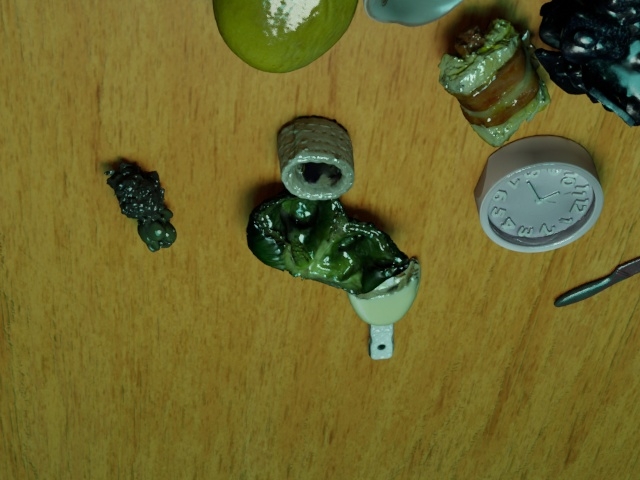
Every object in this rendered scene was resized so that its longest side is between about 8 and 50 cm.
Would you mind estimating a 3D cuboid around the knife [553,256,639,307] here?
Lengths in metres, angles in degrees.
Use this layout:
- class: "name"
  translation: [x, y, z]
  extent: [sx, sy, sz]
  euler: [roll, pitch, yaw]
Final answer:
- class: "knife"
  translation: [0.513, 0.058, 2.300]
  extent: [0.247, 0.018, 0.035]
  euler: [-28, 128, 17]

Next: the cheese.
- class: "cheese"
  translation: [0.109, 0.125, 2.302]
  extent: [0.127, 0.049, 0.235]
  euler: [-6, 137, -3]

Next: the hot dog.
- class: "hot dog"
  translation: [0.248, -0.233, 1.924]
  extent: [0.146, 0.103, 0.213]
  euler: [-35, 141, 0]

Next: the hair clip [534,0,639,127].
- class: "hair clip"
  translation: [0.419, -0.274, 1.828]
  extent: [0.310, 0.194, 0.206]
  euler: [37, 99, -33]

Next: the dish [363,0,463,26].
- class: "dish"
  translation: [0.138, -0.386, 1.749]
  extent: [0.229, 0.081, 0.229]
  euler: [-23, 150, -14]

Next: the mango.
- class: "mango"
  translation: [-0.039, -0.364, 1.738]
  extent: [0.195, 0.142, 0.331]
  euler: [4, 127, -12]

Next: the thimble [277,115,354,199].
- class: "thimble"
  translation: [-0.006, -0.124, 2.013]
  extent: [0.115, 0.090, 0.102]
  euler: [31, 128, -33]

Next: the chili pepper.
- class: "chili pepper"
  translation: [-0.003, -0.007, 2.129]
  extent: [0.265, 0.116, 0.148]
  euler: [20, 142, -23]

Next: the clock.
- class: "clock"
  translation: [0.345, -0.071, 2.114]
  extent: [0.197, 0.068, 0.196]
  euler: [-3, 135, -3]

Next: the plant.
- class: "plant"
  translation: [-0.272, -0.051, 2.073]
  extent: [0.085, 0.087, 0.174]
  euler: [6, 138, 32]
